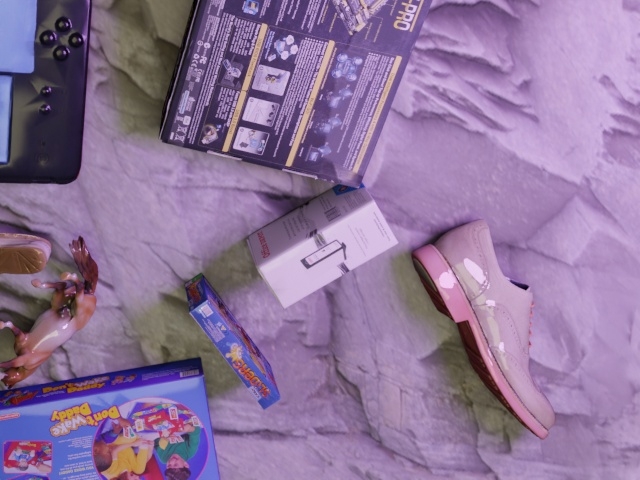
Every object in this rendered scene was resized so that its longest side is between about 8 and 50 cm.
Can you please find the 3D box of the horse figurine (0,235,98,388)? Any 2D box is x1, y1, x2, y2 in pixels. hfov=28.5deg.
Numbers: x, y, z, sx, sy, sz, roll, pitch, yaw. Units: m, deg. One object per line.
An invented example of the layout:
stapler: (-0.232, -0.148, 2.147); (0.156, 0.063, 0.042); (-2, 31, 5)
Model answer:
horse figurine: (-0.416, 0.122, 1.923); (0.066, 0.174, 0.263); (38, 85, 21)

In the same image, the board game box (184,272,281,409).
board game box: (-0.138, 0.156, 1.967); (0.035, 0.136, 0.201); (-34, 108, 2)

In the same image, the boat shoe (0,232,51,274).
boat shoe: (-0.489, 0.017, 1.911); (0.170, 0.059, 0.063); (5, 117, 9)

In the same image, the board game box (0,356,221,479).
board game box: (-0.344, 0.335, 2.021); (0.347, 0.078, 0.233); (-9, 108, -6)

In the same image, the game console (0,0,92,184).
game console: (-0.523, -0.248, 1.778); (0.387, 0.060, 0.342); (1, 103, -21)

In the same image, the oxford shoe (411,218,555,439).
oxford shoe: (0.301, 0.148, 2.036); (0.146, 0.140, 0.397); (-33, 111, -5)

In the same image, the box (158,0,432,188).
box: (-0.034, -0.284, 1.805); (0.318, 0.097, 0.395); (13, 125, -11)

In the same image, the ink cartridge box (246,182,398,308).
ink cartridge box: (0.000, 0.000, 1.933); (0.203, 0.148, 0.086); (-30, 111, 2)
